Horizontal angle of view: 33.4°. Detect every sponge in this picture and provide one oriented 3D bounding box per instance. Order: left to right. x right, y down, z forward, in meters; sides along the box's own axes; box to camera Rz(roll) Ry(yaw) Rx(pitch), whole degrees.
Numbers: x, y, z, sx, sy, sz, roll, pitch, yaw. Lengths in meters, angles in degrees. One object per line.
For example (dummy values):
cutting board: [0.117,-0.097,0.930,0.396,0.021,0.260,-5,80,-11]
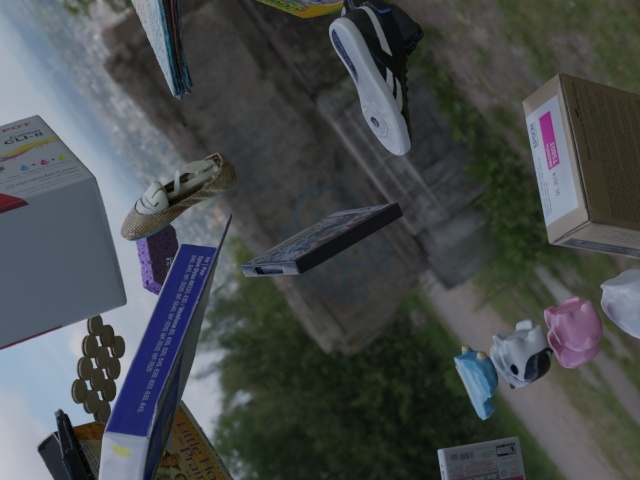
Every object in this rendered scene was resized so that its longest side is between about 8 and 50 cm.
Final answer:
sponge: [-0.333,0.033,2.208,0.117,0.031,0.210,38,-153,-47]

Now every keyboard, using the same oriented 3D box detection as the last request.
keyboard: [-0.339,0.417,1.630,0.201,0.033,0.317,-119,14,-50]

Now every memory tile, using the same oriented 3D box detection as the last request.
memory tile: [-0.339,0.195,1.629,0.113,0.012,0.148,58,-147,-52]

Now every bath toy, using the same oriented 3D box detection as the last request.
bath toy: [0.392,0.164,1.704,0.151,0.348,0.129,-140,26,-80]

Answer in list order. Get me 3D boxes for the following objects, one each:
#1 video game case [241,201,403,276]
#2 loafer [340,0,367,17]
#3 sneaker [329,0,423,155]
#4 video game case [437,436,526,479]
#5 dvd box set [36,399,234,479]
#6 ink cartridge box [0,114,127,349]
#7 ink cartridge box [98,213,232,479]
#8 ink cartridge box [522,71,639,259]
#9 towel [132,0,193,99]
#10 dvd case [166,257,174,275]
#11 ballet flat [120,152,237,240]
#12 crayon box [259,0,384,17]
video game case: [0.000,0.000,2.231,0.248,0.275,0.035,-5,111,61]
loafer: [0.072,-0.326,1.652,0.220,0.080,0.078,83,168,-74]
sneaker: [0.109,-0.237,1.499,0.079,0.121,0.216,16,138,57]
video game case: [0.338,0.505,2.179,0.023,0.201,0.183,-24,71,57]
dvd box set: [-0.332,0.482,2.114,0.307,0.062,0.420,55,-157,17]
ink cartridge box: [-0.265,-0.012,0.925,0.176,0.128,0.127,38,143,53]
ink cartridge box: [-0.201,0.160,1.334,0.072,0.303,0.307,16,137,0]
ink cartridge box: [0.400,-0.101,1.509,0.088,0.193,0.234,-37,51,51]
towel: [-0.286,-0.445,1.754,0.271,0.040,0.370,89,160,-47]
dvd case: [-0.222,0.097,1.684,0.087,0.013,0.119,64,-162,-63]
ballet flat: [-0.226,-0.075,1.646,0.073,0.206,0.067,41,156,40]
crayon box: [-0.018,-0.453,1.825,0.278,0.165,0.081,-3,-91,-65]
